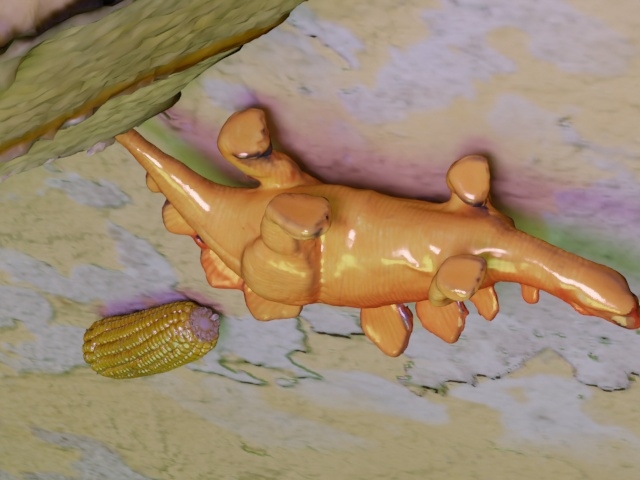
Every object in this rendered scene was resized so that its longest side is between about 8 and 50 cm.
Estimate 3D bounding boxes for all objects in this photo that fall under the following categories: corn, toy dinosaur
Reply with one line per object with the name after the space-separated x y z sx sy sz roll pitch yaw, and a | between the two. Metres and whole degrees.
-0.090 0.053 0.959 0.092 0.037 0.037 -18 134 43 | corn
0.000 0.000 0.783 0.288 0.070 0.117 15 152 18 | toy dinosaur

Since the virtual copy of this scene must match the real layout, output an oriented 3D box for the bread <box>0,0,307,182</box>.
-0.102 -0.055 0.584 0.236 0.198 0.263 3 164 -29 | bread
